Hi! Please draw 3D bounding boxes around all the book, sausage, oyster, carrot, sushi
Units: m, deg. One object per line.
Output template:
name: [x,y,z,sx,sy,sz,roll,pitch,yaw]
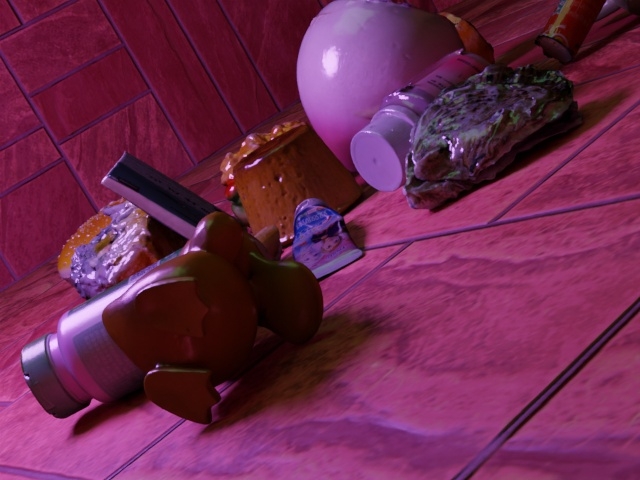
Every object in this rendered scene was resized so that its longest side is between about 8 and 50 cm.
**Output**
book: [-0.246,-0.059,1.993,0.031,0.264,0.379,-57,10,5]
sausage: [0.462,-0.432,1.979,0.264,0.083,0.083,-60,17,-9]
oyster: [0.222,-0.143,1.552,0.267,0.112,0.198,-21,33,3]
carrot: [0.231,-0.336,2.327,0.225,0.159,0.159,-48,16,-17]
sushi: [-0.329,0.026,2.015,0.184,0.139,0.274,-34,21,15]

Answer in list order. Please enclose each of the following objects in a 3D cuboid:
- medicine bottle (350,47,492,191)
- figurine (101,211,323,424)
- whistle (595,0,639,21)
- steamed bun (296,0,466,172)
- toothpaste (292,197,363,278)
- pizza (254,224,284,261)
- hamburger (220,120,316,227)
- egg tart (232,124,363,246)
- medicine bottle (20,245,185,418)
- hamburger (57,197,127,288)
medicine bottle: [0.161,-0.173,1.704,0.247,0.147,0.147,-37,13,-32]
figurine: [-0.120,0.070,1.246,0.228,0.215,0.215,-22,3,-42]
whistle: [0.585,-0.464,2.041,0.141,0.141,0.294,-37,-4,-34]
steamed bun: [0.097,-0.256,1.990,0.309,0.309,0.309,-29,11,6]
toothpaste: [0.000,0.000,1.603,0.096,0.061,0.266,-28,17,4]
pizza: [-0.207,0.073,1.709,0.335,0.086,0.226,-33,13,-9]
hamburger: [-0.078,-0.133,2.087,0.237,0.149,0.237,-23,11,5]
egg tart: [-0.051,-0.088,1.859,0.202,0.147,0.202,-30,13,8]
medicine bottle: [-0.236,0.117,1.449,0.274,0.133,0.133,-28,11,5]
hamburger: [-0.432,0.001,2.452,0.295,0.151,0.227,-23,16,25]
